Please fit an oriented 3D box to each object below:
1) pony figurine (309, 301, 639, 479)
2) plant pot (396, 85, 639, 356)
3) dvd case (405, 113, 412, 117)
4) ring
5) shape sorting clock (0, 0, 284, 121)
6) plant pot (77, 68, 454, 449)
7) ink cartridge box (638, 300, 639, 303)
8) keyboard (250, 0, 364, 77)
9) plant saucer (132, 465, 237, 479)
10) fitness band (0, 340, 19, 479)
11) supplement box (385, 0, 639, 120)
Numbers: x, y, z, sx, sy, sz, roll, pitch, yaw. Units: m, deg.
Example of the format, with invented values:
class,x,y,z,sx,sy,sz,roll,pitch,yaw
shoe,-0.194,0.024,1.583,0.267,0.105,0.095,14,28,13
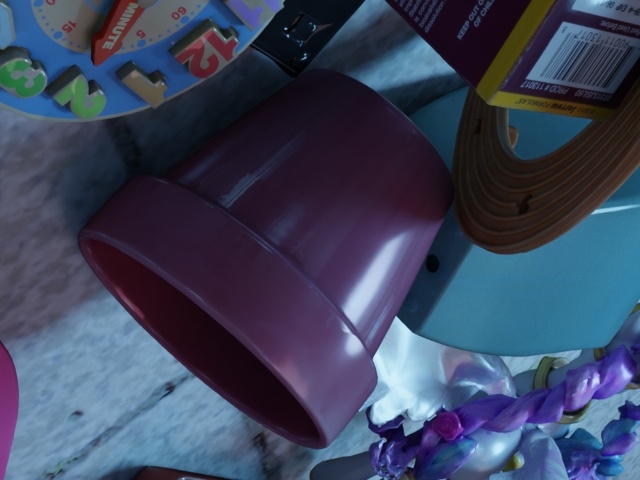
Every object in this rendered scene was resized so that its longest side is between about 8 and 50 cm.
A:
class,x,y,z,sx,sy,sz,roll,pitch,yaw
pony figurine,0.142,0.172,1.278,0.351,0.303,0.363,-24,170,-36
plant pot,0.135,-0.017,1.065,0.234,0.165,0.165,-7,135,-48
dvd case,0.000,0.000,1.096,0.164,0.018,0.221,-15,142,-42
ring,0.176,-0.142,0.851,0.032,0.336,0.336,25,118,-14
shape sorting clock,-0.095,-0.136,0.729,0.206,0.040,0.206,-25,151,-15
plant pot,-0.019,-0.001,0.900,0.180,0.201,0.201,-50,155,-17
ink cartridge box,0.315,0.016,1.390,0.067,0.115,0.198,20,133,-18
keyboard,0.070,-0.228,0.850,0.317,0.033,0.201,-47,146,11
plant saucer,-0.158,0.296,1.282,0.259,0.048,0.258,-46,152,8
fitness band,-0.289,0.157,0.873,0.209,0.054,0.291,-9,129,-43
supplement box,0.085,-0.152,0.751,0.104,0.188,0.081,3,129,-45
